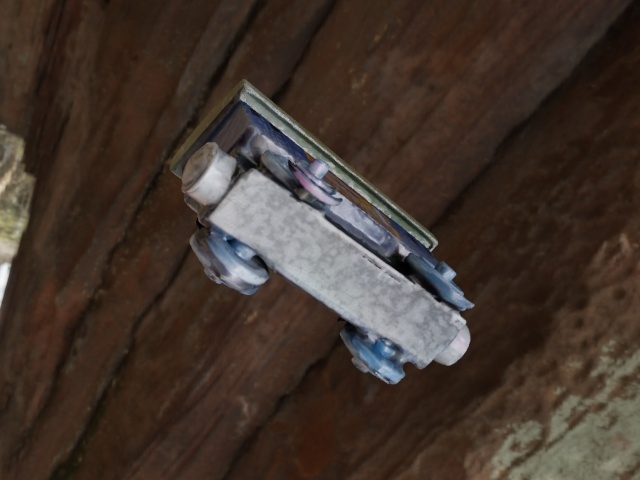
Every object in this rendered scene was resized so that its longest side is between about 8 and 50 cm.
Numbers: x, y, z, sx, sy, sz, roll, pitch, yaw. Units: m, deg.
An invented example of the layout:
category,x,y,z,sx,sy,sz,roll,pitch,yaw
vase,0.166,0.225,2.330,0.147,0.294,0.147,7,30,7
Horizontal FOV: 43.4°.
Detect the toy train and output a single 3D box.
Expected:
category,x,y,z,sx,sy,sz,roll,pitch,yaw
toy train,0.000,0.000,0.725,0.131,0.300,0.202,-48,-155,10
